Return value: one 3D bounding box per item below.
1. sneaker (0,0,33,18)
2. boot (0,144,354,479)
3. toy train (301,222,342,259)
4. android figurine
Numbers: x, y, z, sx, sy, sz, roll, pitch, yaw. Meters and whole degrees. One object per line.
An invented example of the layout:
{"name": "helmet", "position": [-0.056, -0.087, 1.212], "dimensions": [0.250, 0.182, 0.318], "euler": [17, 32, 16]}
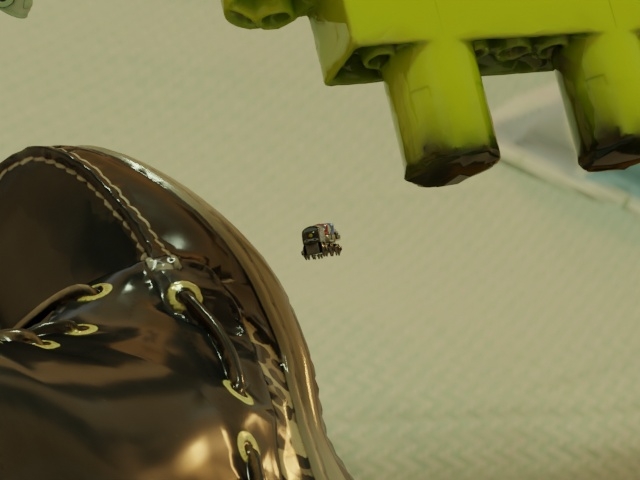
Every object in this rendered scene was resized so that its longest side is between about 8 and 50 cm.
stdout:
{"name": "sneaker", "position": [-0.237, -0.279, 1.610], "dimensions": [0.256, 0.151, 0.094], "euler": [-5, 23, 6]}
{"name": "boot", "position": [-0.130, 0.061, 0.723], "dimensions": [0.284, 0.138, 0.377], "euler": [24, 29, -47]}
{"name": "toy train", "position": [0.000, 0.000, 1.822], "dimensions": [0.027, 0.036, 0.158], "euler": [-11, -1, 7]}
{"name": "android figurine", "position": [0.065, -0.157, 0.810], "dimensions": [0.248, 0.056, 0.273], "euler": [-7, 70, -21]}
